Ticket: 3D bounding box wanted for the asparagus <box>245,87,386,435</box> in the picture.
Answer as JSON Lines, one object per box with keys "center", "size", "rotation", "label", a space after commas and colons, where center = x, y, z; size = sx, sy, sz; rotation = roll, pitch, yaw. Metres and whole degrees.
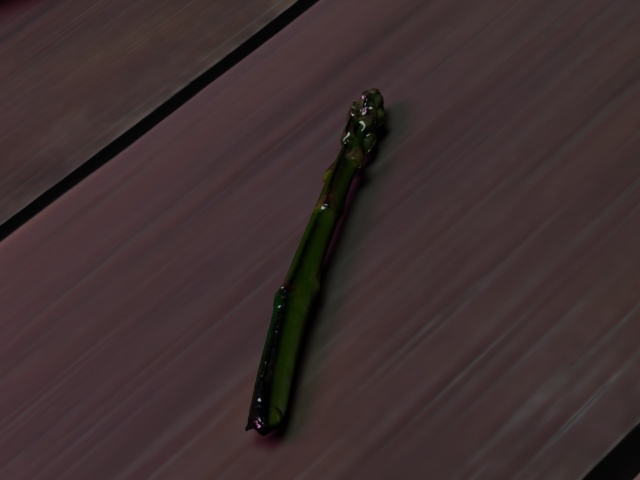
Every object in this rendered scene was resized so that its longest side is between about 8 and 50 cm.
{"center": [0.000, 0.000, 0.494], "size": [0.013, 0.016, 0.166], "rotation": [-45, 18, 37], "label": "asparagus"}
